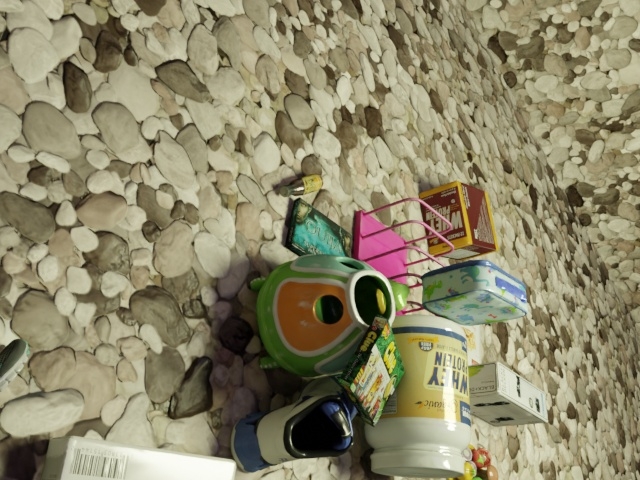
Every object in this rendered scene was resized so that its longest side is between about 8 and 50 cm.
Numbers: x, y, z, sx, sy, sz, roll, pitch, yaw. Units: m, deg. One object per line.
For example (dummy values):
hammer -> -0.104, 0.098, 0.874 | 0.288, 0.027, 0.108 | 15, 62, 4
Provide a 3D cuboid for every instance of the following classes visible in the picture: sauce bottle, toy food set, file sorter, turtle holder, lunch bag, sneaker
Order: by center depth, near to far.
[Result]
sneaker -> -0.440, 0.174, 0.781 | 0.076, 0.065, 0.166 | 52, 40, -17
sneaker -> 0.007, 0.338, 1.156 | 0.316, 0.182, 0.127 | -12, 86, -52
turtle holder -> 0.038, 0.150, 1.232 | 0.320, 0.228, 0.243 | 31, 53, -38
lunch bag -> 0.340, 0.117, 1.362 | 0.219, 0.176, 0.090 | 25, 58, -40
sauce bottle -> -0.043, -0.120, 1.402 | 0.128, 0.042, 0.042 | -27, 96, -51
file sorter -> 0.209, 0.070, 1.513 | 0.202, 0.182, 0.290 | 31, 52, -39
toy food set -> 0.410, 0.592, 1.627 | 0.218, 0.071, 0.128 | 20, 60, -45

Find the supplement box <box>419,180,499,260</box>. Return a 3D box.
supplement box -> 0.412, -0.054, 1.855 | 0.194, 0.129, 0.191 | 10, 68, -49

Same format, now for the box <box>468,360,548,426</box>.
box -> 0.479, 0.424, 1.704 | 0.290, 0.169, 0.087 | 32, 52, -38

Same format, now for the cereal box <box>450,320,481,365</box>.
cereal box -> 0.393, 0.257, 1.763 | 0.173, 0.047, 0.240 | 34, 49, -38

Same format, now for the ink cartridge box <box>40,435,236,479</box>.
ink cartridge box -> -0.261, 0.431, 0.884 | 0.296, 0.066, 0.261 | 28, 55, -41

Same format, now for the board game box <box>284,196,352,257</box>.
board game box -> 0.000, 0.000, 1.415 | 0.186, 0.026, 0.126 | 34, 51, -37

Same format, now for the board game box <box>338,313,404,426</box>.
board game box -> 0.101, 0.247, 1.151 | 0.136, 0.030, 0.259 | -60, 153, -20

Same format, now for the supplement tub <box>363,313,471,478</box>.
supplement tub -> 0.210, 0.342, 1.363 | 0.228, 0.228, 0.316 | 29, 54, -41
